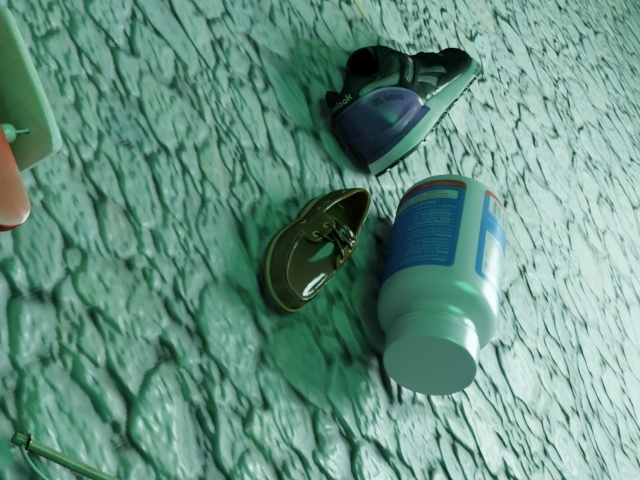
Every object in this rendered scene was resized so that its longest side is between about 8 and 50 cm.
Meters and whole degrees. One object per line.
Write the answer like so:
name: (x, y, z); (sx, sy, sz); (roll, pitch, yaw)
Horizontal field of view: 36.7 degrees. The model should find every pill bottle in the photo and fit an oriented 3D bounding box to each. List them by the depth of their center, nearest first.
pill bottle: (0.124, 0.045, 0.995); (0.124, 0.124, 0.221); (44, 39, -24)

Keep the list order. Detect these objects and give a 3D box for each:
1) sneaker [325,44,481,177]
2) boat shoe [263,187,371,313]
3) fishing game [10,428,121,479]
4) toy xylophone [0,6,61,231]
sneaker: (0.100, -0.195, 1.150); (0.124, 0.107, 0.283); (49, 37, -8)
boat shoe: (0.000, 0.000, 0.924); (0.064, 0.060, 0.178); (51, 37, -14)
fishing game: (-0.132, 0.215, 0.546); (0.189, 0.041, 0.264); (32, 22, -22)
toy xylophone: (-0.298, -0.054, 0.572); (0.323, 0.081, 0.236); (-27, 89, -55)
